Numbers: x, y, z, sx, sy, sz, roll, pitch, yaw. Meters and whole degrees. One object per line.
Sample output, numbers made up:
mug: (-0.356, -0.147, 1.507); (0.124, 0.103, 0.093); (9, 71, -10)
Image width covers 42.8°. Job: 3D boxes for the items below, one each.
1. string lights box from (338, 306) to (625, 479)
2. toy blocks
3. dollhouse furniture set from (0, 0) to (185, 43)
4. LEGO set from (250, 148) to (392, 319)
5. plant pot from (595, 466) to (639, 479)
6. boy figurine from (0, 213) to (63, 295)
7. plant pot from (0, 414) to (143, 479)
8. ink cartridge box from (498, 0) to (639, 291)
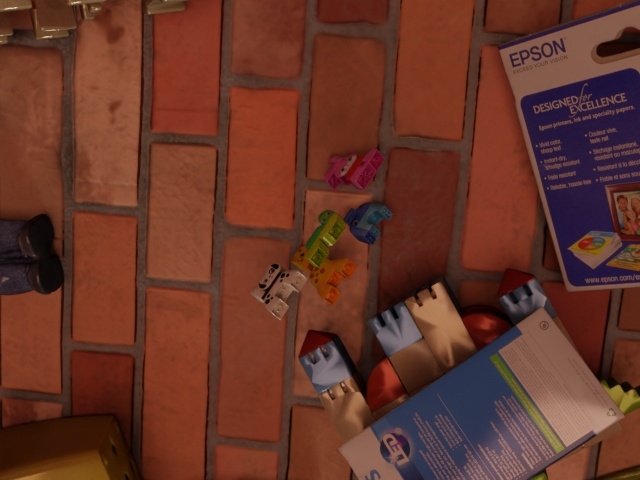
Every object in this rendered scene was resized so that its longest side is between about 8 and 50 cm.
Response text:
string lights box: (0.164, 0.198, 0.849); (0.260, 0.077, 0.133); (-36, 73, 8)
toy blocks: (0.156, 0.163, 0.973); (0.381, 0.191, 0.261); (-29, 86, 10)
dollhouse furniture set: (-0.269, -0.311, 0.885); (0.259, 0.262, 0.135); (-14, 99, -26)
LEGO set: (0.000, 0.000, 0.986); (0.087, 0.093, 0.227); (44, 73, -38)
plant pot: (0.440, 0.516, 0.931); (0.366, 0.366, 0.353); (-18, 110, 9)
boy figurine: (-0.482, 0.027, 1.040); (0.285, 0.092, 0.177); (-6, 103, 4)
plant pot: (-0.331, 0.339, 1.037); (0.187, 0.212, 0.212); (-21, 98, -4)
ink cartridge box: (0.367, -0.102, 0.858); (0.303, 0.072, 0.307); (-8, 102, 47)
